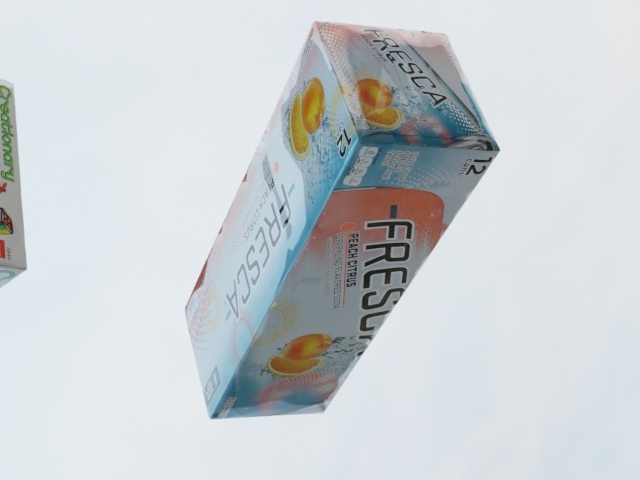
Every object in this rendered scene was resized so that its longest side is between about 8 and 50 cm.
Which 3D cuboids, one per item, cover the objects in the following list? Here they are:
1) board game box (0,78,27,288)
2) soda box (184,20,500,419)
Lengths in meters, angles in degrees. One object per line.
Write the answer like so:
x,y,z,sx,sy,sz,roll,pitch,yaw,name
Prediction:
-0.385,-0.001,1.088,0.053,0.305,0.193,17,-127,-44,board game box
0.000,0.000,0.468,0.058,0.063,0.183,1,-38,-25,soda box
